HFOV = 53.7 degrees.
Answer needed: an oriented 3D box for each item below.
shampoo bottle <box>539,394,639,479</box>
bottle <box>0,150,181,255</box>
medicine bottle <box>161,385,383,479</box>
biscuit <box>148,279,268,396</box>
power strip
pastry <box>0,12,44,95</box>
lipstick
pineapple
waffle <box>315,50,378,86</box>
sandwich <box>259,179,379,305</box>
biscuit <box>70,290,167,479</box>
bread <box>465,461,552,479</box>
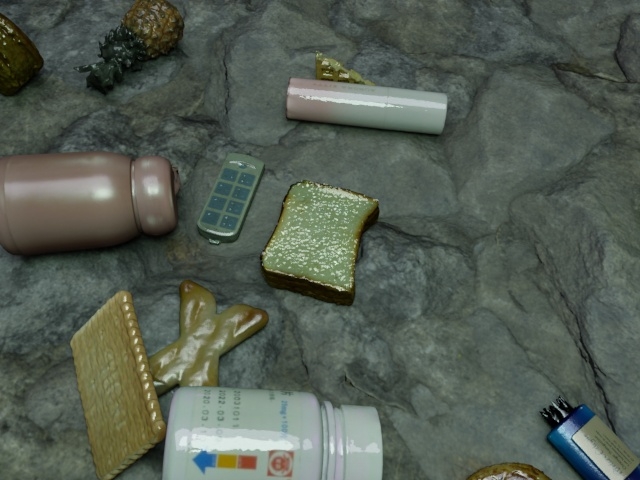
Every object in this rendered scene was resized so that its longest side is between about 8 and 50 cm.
[{"bbox_3d":[0.419,0.321,0.970,0.087,0.050,0.183,-33,65,-19],"label":"shampoo bottle"},{"bbox_3d":[-0.399,-0.080,1.117,0.296,0.173,0.206,-6,24,-7],"label":"bottle"},{"bbox_3d":[-0.067,0.294,0.882,0.292,0.170,0.170,5,57,-7],"label":"medicine bottle"},{"bbox_3d":[-0.198,0.176,1.028,0.164,0.047,0.208,22,57,7],"label":"biscuit"},{"bbox_3d":[-0.168,-0.091,1.212,0.079,0.029,0.227,13,57,5],"label":"power strip"},{"bbox_3d":[-0.661,-0.387,1.283,0.188,0.189,0.103,28,69,14],"label":"pastry"},{"bbox_3d":[0.094,-0.280,1.317,0.326,0.087,0.087,6,57,1],"label":"lipstick"},{"bbox_3d":[-0.407,-0.416,1.359,0.128,0.128,0.248,31,65,16],"label":"pineapple"},{"bbox_3d":[0.084,-0.344,1.340,0.190,0.125,0.032,5,59,3],"label":"waffle"},{"bbox_3d":[0.000,0.000,1.145,0.186,0.065,0.215,12,58,5],"label":"sandwich"},{"bbox_3d":[-0.308,0.215,0.956,0.160,0.030,0.250,-41,57,23],"label":"biscuit"},{"bbox_3d":[0.277,0.412,0.899,0.193,0.064,0.193,-2,57,3],"label":"bread"}]
